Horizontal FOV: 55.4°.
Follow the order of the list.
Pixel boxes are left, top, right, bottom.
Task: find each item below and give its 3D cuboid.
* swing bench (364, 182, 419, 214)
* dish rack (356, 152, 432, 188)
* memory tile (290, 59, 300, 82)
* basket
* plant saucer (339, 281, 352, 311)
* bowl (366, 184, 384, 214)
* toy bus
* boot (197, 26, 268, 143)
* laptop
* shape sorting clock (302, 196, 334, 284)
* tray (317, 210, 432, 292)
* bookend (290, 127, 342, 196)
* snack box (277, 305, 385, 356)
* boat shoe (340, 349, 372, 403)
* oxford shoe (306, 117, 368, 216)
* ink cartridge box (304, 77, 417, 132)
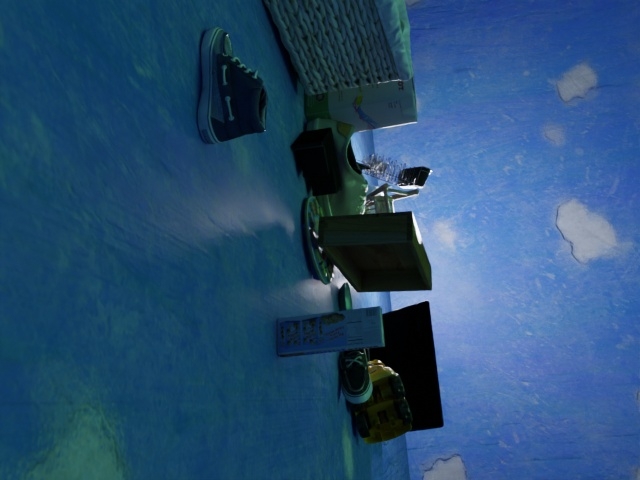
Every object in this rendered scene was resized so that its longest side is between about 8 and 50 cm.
[{"bbox_3d":[0.191,-0.024,1.994,0.165,0.254,0.253,6,72,-41],"label":"swing bench"},{"bbox_3d":[0.201,-0.232,1.977,0.208,0.271,0.074,-167,-86,-78],"label":"dish rack"},{"bbox_3d":[-0.056,-0.447,1.492,0.148,0.012,0.113,9,74,-79],"label":"memory tile"},{"bbox_3d":[0.045,-0.558,1.371,0.331,0.266,0.328,60,25,-55],"label":"basket"},{"bbox_3d":[0.070,0.174,1.697,0.119,0.021,0.119,-8,90,-80],"label":"plant saucer"},{"bbox_3d":[0.212,-0.085,2.324,0.298,0.134,0.298,-7,90,-79],"label":"bowl"},{"bbox_3d":[0.148,0.405,1.672,0.211,0.149,0.220,-105,178,-60],"label":"toy bus"},{"bbox_3d":[-0.114,-0.217,0.834,0.069,0.086,0.190,60,25,-63],"label":"boot"},{"bbox_3d":[0.276,0.445,2.015,0.408,0.236,0.382,59,27,-65],"label":"laptop"},{"bbox_3d":[0.000,0.000,1.402,0.206,0.040,0.206,-7,90,-80],"label":"shape sorting clock"},{"bbox_3d":[0.146,0.038,1.460,0.411,0.203,0.076,52,38,-65],"label":"tray"},{"bbox_3d":[-0.006,-0.164,1.401,0.156,0.072,0.157,-70,151,-66],"label":"bookend"},{"bbox_3d":[0.015,0.151,1.006,0.022,0.178,0.064,55,29,-63],"label":"snack box"},{"bbox_3d":[0.083,0.316,1.543,0.219,0.078,0.070,-95,173,-60],"label":"boat shoe"},{"bbox_3d":[0.064,-0.106,1.588,0.169,0.130,0.449,-83,164,-61],"label":"oxford shoe"},{"bbox_3d":[0.105,-0.394,1.585,0.117,0.278,0.201,63,22,-59],"label":"ink cartridge box"}]
